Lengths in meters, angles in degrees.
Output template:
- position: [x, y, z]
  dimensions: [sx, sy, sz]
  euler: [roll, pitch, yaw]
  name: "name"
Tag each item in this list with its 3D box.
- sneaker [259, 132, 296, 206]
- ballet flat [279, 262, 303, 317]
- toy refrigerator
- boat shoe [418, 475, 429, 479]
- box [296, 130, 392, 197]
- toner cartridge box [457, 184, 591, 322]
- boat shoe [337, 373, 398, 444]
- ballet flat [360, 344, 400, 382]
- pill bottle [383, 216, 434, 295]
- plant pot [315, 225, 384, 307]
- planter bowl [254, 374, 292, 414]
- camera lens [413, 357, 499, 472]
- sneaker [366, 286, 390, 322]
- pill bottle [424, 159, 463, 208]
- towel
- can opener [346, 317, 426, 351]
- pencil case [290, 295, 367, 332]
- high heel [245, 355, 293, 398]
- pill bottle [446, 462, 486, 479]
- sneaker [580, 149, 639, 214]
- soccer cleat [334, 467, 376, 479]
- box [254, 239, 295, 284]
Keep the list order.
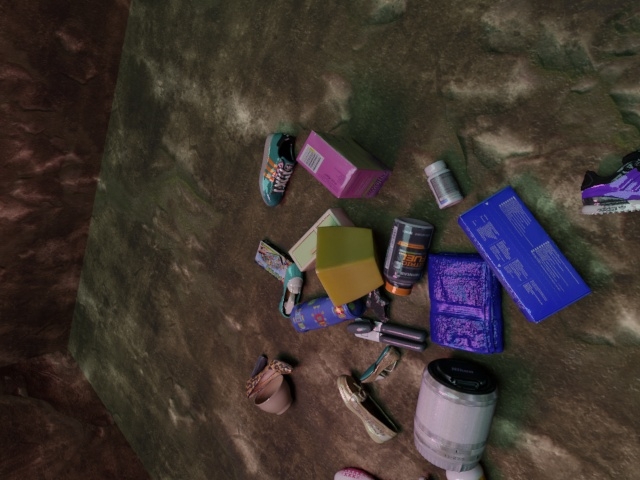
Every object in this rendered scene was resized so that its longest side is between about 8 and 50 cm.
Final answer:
- position: [-0.165, -0.283, 1.633]
  dimensions: [0.121, 0.108, 0.301]
  euler: [12, 102, 39]
  name: "sneaker"
- position: [-0.113, 0.215, 1.669]
  dimensions: [0.087, 0.083, 0.247]
  euler: [-126, 45, -58]
  name: "ballet flat"
- position: [0.000, 0.000, 1.556]
  dimensions: [0.269, 0.094, 0.102]
  euler: [-44, 70, 31]
  name: "toy refrigerator"
- position: [0.403, 0.916, 1.392]
  dimensions: [0.070, 0.078, 0.219]
  euler: [-22, 91, 37]
  name: "boat shoe"
- position: [0.083, -0.253, 1.368]
  dimensions: [0.213, 0.243, 0.117]
  euler: [45, 120, 23]
  name: "box"
- position: [0.552, 0.036, 1.124]
  dimensions: [0.165, 0.075, 0.347]
  euler: [-32, 75, 5]
  name: "toner cartridge box"
- position: [0.174, 0.613, 1.511]
  dimensions: [0.089, 0.105, 0.285]
  euler: [-43, 81, 28]
  name: "boat shoe"
- position: [0.221, 0.466, 1.473]
  dimensions: [0.067, 0.073, 0.206]
  euler: [34, 121, 4]
  name: "ballet flat"
- position: [0.281, 0.055, 1.332]
  dimensions: [0.131, 0.131, 0.245]
  euler: [20, 108, 33]
  name: "pill bottle"
- position: [0.108, 0.073, 1.391]
  dimensions: [0.188, 0.212, 0.212]
  euler: [-13, 44, 14]
  name: "plant pot"
- position: [-0.191, 0.684, 1.764]
  dimensions: [0.162, 0.162, 0.109]
  euler: [-32, 104, 35]
  name: "planter bowl"
- position: [0.409, 0.520, 1.241]
  dimensions: [0.220, 0.220, 0.273]
  euler: [15, 105, 34]
  name: "camera lens"
- position: [0.215, 0.203, 1.452]
  dimensions: [0.089, 0.051, 0.170]
  euler: [18, 111, 34]
  name: "sneaker"
- position: [0.381, -0.174, 1.260]
  dimensions: [0.078, 0.078, 0.137]
  euler: [-28, 80, 36]
  name: "pill bottle"
- position: [0.443, 0.192, 1.263]
  dimensions: [0.228, 0.076, 0.307]
  euler: [0, 96, 36]
  name: "towel"
- position: [0.226, 0.336, 1.431]
  dimensions: [0.284, 0.095, 0.075]
  euler: [6, 100, 36]
  name: "can opener"
- position: [0.026, 0.266, 1.555]
  dimensions: [0.306, 0.133, 0.119]
  euler: [-24, 106, 38]
  name: "pencil case"
- position: [-0.220, 0.608, 1.750]
  dimensions: [0.261, 0.093, 0.186]
  euler: [-9, 52, 48]
  name: "high heel"
- position: [0.471, 0.779, 1.292]
  dimensions: [0.118, 0.118, 0.208]
  euler: [-19, 84, 37]
  name: "pill bottle"
- position: [0.779, -0.146, 0.953]
  dimensions: [0.294, 0.102, 0.145]
  euler: [-6, 92, 37]
  name: "sneaker"
- position: [0.168, 0.961, 1.525]
  dimensions: [0.332, 0.143, 0.115]
  euler: [-4, 93, 37]
  name: "soccer cleat"
- position: [-0.191, 0.095, 1.746]
  dimensions: [0.207, 0.036, 0.114]
  euler: [33, 114, 29]
  name: "box"
